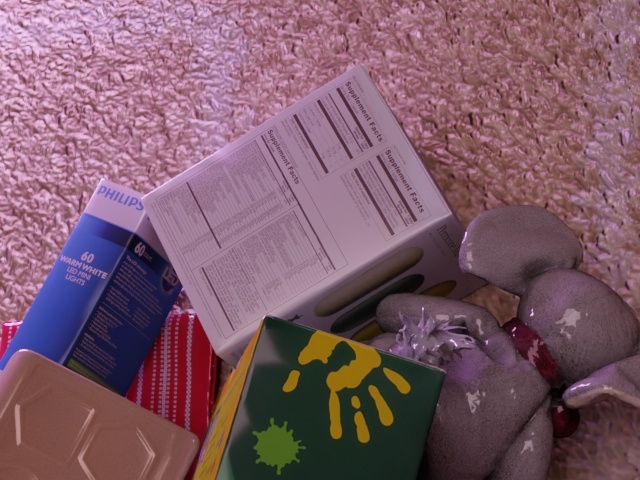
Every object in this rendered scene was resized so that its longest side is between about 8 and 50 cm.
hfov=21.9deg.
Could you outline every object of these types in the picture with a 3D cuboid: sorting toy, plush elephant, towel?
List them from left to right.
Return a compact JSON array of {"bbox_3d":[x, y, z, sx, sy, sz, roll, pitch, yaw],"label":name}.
[{"bbox_3d":[-0.248,0.232,1.609,0.208,0.038,0.193,26,69,0],"label":"sorting toy"},{"bbox_3d":[-0.235,0.174,1.791,0.275,0.031,0.198,-3,68,18],"label":"towel"},{"bbox_3d":[0.185,0.122,1.544,0.255,0.330,0.272,-20,61,-13],"label":"plush elephant"}]

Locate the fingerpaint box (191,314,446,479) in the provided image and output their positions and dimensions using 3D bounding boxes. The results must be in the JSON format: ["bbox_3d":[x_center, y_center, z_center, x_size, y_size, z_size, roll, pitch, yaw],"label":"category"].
[{"bbox_3d":[-0.050,0.298,1.436,0.163,0.445,0.371,18,74,-4],"label":"fingerpaint box"}]

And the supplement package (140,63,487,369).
[{"bbox_3d":[0.000,0.000,1.681,0.263,0.199,0.198,-32,63,5],"label":"supplement package"}]

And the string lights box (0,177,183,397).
[{"bbox_3d":[-0.234,0.082,1.737,0.077,0.133,0.259,20,75,29],"label":"string lights box"}]
